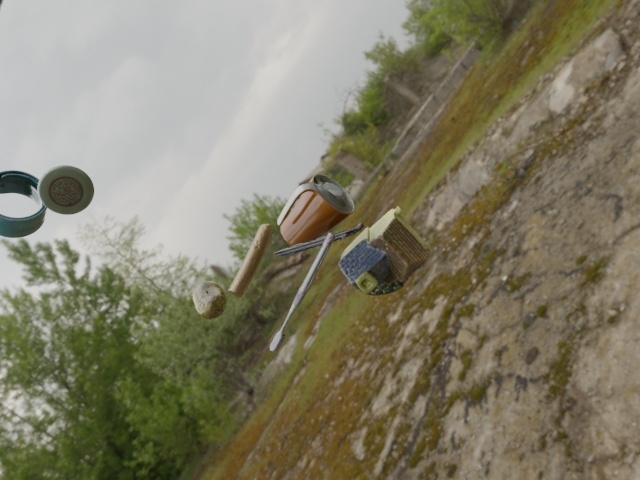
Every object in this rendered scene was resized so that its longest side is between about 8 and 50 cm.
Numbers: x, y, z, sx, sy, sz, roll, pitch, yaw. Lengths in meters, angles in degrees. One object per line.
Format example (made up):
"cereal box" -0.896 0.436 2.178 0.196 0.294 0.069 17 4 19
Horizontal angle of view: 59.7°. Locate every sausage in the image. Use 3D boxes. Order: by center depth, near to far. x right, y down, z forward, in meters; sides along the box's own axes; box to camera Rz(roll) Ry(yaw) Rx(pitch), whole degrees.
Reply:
"sausage" -0.245 0.068 2.024 0.302 0.065 0.066 -68 8 -25

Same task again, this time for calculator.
"calculator" 0.000 -0.001 1.775 0.273 0.028 0.165 -16 4 20

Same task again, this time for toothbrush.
"toothbrush" -0.046 0.140 1.491 0.029 0.024 0.354 21 -83 -59

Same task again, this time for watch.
"watch" -0.841 -0.113 1.512 0.211 0.193 0.211 -51 28 40

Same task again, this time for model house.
"model house" 0.231 0.080 1.958 0.321 0.261 0.266 -43 4 12

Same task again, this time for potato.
"potato" -0.315 0.171 1.592 0.091 0.070 0.138 -21 34 -9

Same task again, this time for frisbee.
"frisbee" -0.537 -0.106 1.180 0.110 0.110 0.014 -54 34 7

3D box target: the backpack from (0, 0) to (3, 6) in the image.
"backpack" -0.929 -0.669 1.481 0.120 0.165 0.106 -48 30 27

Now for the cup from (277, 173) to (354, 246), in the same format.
"cup" -0.032 -0.097 1.922 0.264 0.226 0.183 -47 48 28
